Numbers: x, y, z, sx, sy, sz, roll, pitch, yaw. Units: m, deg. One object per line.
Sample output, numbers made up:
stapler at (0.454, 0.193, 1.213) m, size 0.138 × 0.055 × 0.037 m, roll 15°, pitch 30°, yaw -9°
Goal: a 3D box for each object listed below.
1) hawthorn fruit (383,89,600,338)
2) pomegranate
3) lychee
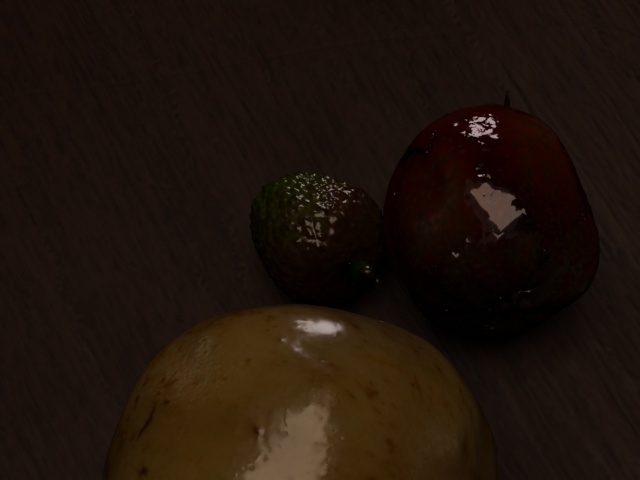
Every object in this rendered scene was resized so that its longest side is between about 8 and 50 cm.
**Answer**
hawthorn fruit at (0.141, -0.034, 1.197) m, size 0.181 × 0.181 × 0.235 m, roll 2°, pitch 51°, yaw 5°
pomegranate at (-0.019, 0.184, 1.050) m, size 0.307 × 0.307 × 0.307 m, roll -1°, pitch 68°, yaw 4°
lychee at (0.000, 0.000, 1.210) m, size 0.114 × 0.114 × 0.146 m, roll -44°, pitch 57°, yaw -13°
